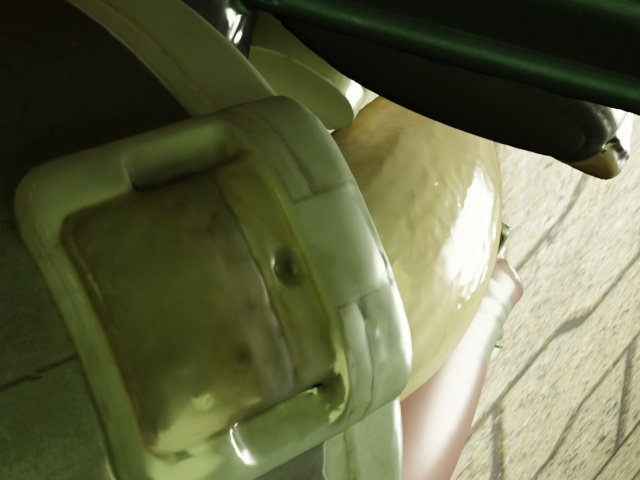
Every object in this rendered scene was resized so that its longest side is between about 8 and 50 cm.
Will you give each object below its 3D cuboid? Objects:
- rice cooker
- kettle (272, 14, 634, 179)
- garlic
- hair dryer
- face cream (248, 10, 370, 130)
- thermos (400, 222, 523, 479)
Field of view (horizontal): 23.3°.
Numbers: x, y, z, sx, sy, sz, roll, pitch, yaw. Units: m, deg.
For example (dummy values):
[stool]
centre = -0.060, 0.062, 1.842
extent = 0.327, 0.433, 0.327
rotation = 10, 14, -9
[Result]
[rice cooker]
centre = -0.136, 0.057, 0.455
extent = 0.277, 0.288, 0.288
rotation = -23, 140, -43
[kettle]
centre = 0.077, -0.183, 0.675
extent = 0.240, 0.165, 0.255
rotation = 25, 84, -23
[garlic]
centre = 0.011, 0.000, 0.823
extent = 0.245, 0.164, 0.145
rotation = -48, 125, -14
[hair dryer]
centre = 0.009, -0.057, 0.578
extent = 0.116, 0.302, 0.244
rotation = -65, 170, -50
[face cream]
centre = 0.036, -0.166, 0.785
extent = 0.224, 0.070, 0.114
rotation = -62, 158, -18
[thermos]
centre = 0.028, 0.101, 1.005
extent = 0.265, 0.146, 0.176
rotation = -56, 131, -20
